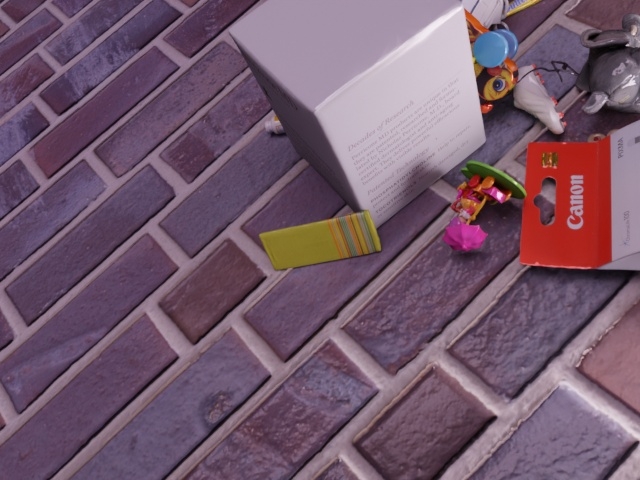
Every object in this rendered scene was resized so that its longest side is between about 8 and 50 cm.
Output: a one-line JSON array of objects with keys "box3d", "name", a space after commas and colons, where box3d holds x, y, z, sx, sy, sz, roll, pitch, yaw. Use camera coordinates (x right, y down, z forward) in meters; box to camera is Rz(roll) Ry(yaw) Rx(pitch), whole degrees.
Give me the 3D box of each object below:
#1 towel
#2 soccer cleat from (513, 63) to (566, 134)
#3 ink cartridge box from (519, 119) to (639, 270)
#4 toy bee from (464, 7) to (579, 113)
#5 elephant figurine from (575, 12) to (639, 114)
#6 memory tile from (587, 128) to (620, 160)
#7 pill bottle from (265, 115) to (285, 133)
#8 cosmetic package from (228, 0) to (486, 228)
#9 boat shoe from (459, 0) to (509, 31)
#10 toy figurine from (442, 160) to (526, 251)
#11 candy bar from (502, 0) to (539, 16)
[{"box3d": [0.000, 0.000, 1.394, 0.237, 0.102, 0.021, -11, 34, 14], "name": "towel"}, {"box3d": [0.452, -0.287, 1.424, 0.076, 0.068, 0.196, -29, 52, 20], "name": "soccer cleat"}, {"box3d": [0.563, -0.096, 1.216, 0.385, 0.091, 0.308, 2, 56, 20], "name": "ink cartridge box"}, {"box3d": [0.344, -0.354, 1.398, 0.298, 0.195, 0.162, 49, 128, 32], "name": "toy bee"}, {"box3d": [0.596, -0.368, 1.381, 0.169, 0.186, 0.239, -60, 33, 33], "name": "elephant figurine"}, {"box3d": [0.610, -0.179, 1.327, 0.148, 0.012, 0.113, -12, 58, 13], "name": "memory tile"}, {"box3d": [-0.089, -0.281, 1.626, 0.083, 0.043, 0.043, -10, 58, 14], "name": "pill bottle"}, {"box3d": [0.089, -0.307, 1.364, 0.327, 0.394, 0.329, -38, 54, -4], "name": "cosmetic package"}, {"box3d": [0.365, -0.518, 1.546, 0.136, 0.156, 0.367, 17, 77, 59], "name": "boat shoe"}, {"box3d": [0.290, -0.056, 1.318, 0.159, 0.130, 0.173, -58, 21, -2], "name": "toy figurine"}, {"box3d": [0.495, -0.572, 1.601, 0.161, 0.018, 0.040, -25, 55, 4], "name": "candy bar"}]
